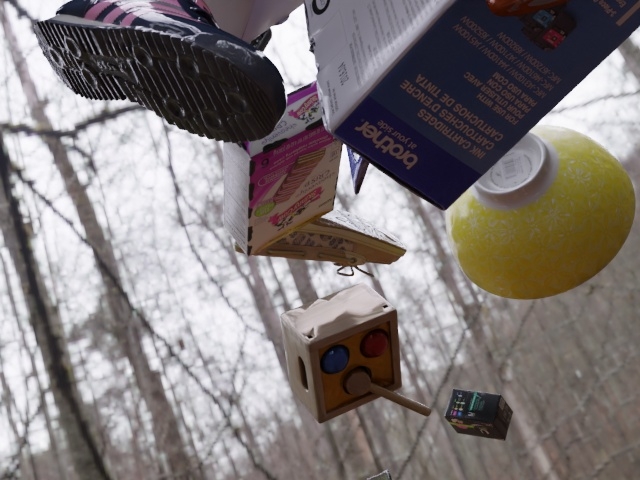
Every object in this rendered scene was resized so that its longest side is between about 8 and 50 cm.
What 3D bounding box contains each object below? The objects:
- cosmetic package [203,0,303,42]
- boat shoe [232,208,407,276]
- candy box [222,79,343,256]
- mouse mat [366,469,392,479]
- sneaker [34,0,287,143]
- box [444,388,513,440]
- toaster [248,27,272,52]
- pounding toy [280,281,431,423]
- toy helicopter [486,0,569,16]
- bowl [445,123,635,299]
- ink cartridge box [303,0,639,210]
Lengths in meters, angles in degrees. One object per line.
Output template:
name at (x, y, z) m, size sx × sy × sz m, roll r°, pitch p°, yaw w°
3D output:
cosmetic package at (-0.045, -0.413, 1.026) m, size 0.197 × 0.155 × 0.366 m, roll -47°, pitch -11°, yaw -47°
boat shoe at (0.000, 0.000, 1.555) m, size 0.285 × 0.104 × 0.089 m, roll 14°, pitch -73°, yaw -19°
candy box at (-0.052, -0.096, 1.350) m, size 0.159 × 0.071 × 0.233 m, roll -30°, pitch -25°, yaw -21°
mouse mat at (0.070, 0.314, 0.986) m, size 0.007 × 0.153 × 0.190 m, roll -8°, pitch -16°, yaw -5°
sneaker at (-0.125, -0.181, 0.876) m, size 0.131 × 0.319 × 0.112 m, roll -42°, pitch -44°, yaw -28°
box at (0.245, 0.269, 1.511) m, size 0.083 × 0.052 × 0.062 m, roll 1°, pitch -34°, yaw 35°
toaster at (-0.172, -0.293, 1.387) m, size 0.168 × 0.186 × 0.110 m, roll 40°, pitch -46°, yaw -18°
pounding toy at (0.041, 0.140, 1.090) m, size 0.130 × 0.100 × 0.141 m, roll -20°, pitch -57°, yaw -21°
toy helicopter at (0.098, -0.224, 0.530) m, size 0.234 × 0.140 × 0.355 m, roll -13°, pitch -1°, yaw -15°
bowl at (0.304, -0.074, 1.450) m, size 0.289 × 0.290 × 0.156 m, roll -28°, pitch -44°, yaw 13°
ink cartridge box at (0.128, -0.218, 0.868) m, size 0.151 × 0.270 × 0.395 m, roll 33°, pitch -62°, yaw -27°
